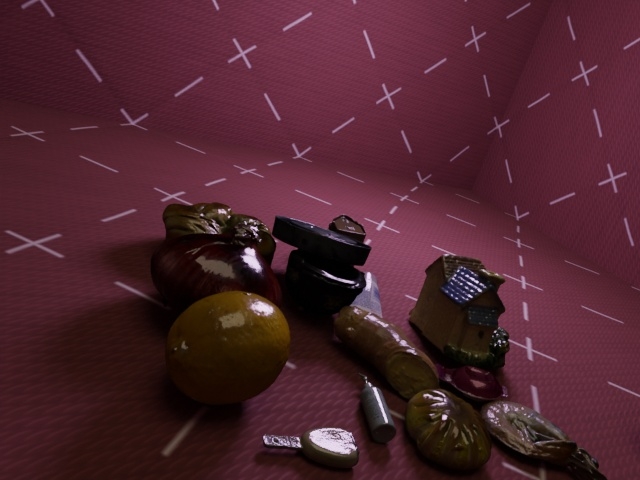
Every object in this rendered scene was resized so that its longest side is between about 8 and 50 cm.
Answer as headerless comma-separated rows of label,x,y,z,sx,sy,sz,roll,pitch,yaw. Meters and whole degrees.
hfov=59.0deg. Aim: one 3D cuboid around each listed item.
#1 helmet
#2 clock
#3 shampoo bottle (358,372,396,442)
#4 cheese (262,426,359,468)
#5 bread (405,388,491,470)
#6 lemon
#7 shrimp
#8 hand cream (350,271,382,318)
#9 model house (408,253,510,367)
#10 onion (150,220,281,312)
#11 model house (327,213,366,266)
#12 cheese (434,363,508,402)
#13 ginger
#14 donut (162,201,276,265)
helmet,0.005,0.136,1.655,0.231,0.160,0.279,15,16,-25
clock,0.000,-0.001,1.767,0.319,0.066,0.319,19,5,-2
shampoo bottle,0.123,0.375,1.294,0.056,0.056,0.195,14,21,-13
cheese,-0.021,0.403,1.117,0.192,0.037,0.097,13,20,-19
bread,0.292,0.417,1.271,0.214,0.104,0.213,19,18,-6
lemon,-0.188,0.220,1.172,0.263,0.235,0.236,-4,27,-22
shrimp,0.524,0.487,1.350,0.168,0.077,0.317,-15,33,-41
hand cream,0.141,0.199,1.768,0.133,0.083,0.248,17,31,-2
model house,0.456,0.198,1.705,0.261,0.266,0.321,9,14,-20
onion,-0.241,0.076,1.423,0.348,0.285,0.347,27,1,-1
model house,0.040,-0.016,2.062,0.176,0.180,0.248,13,21,-15
cheese,0.380,0.375,1.518,0.244,0.062,0.155,15,16,8
ginger,0.176,0.289,1.481,0.190,0.126,0.354,14,20,-44
donut,-0.315,-0.006,1.746,0.361,0.170,0.360,17,18,-6
